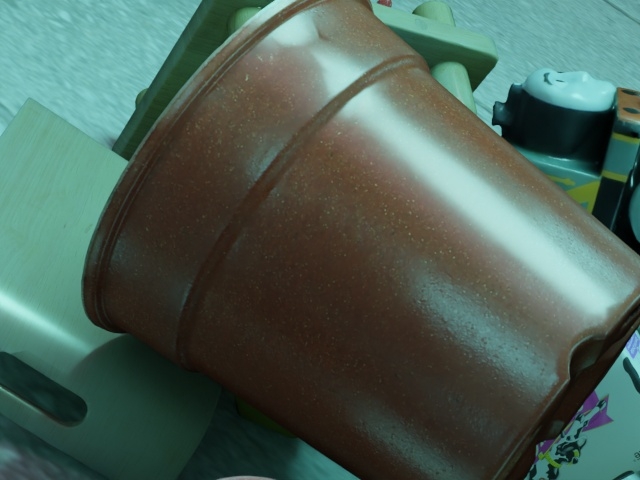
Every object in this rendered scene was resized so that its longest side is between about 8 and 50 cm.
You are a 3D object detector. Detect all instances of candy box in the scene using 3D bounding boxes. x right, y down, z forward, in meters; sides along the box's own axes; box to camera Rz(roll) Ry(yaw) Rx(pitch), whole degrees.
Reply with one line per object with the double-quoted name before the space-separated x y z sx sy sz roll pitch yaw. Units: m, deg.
"candy box" 0.141 0.092 1.063 0.196 0.164 0.070 58 22 -2

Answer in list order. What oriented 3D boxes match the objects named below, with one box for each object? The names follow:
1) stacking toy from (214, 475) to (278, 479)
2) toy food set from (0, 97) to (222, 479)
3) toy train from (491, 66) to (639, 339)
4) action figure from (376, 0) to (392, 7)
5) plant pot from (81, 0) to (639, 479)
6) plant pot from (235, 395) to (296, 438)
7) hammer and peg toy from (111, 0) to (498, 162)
"stacking toy" 0.012 0.295 0.810 0.308 0.130 0.280 21 54 -4
"toy food set" -0.171 0.034 1.077 0.219 0.092 0.306 34 28 -12
"toy train" 0.193 0.031 1.136 0.190 0.334 0.142 14 23 4
"action figure" 0.072 -0.240 1.681 0.091 0.139 0.280 28 30 4
"plant pot" 0.043 0.026 0.914 0.265 0.272 0.272 38 30 16
"plant pot" -0.021 0.094 1.087 0.081 0.083 0.081 24 29 -6
"hammer and peg toy" 0.032 -0.108 1.284 0.361 0.266 0.127 11 51 -26
